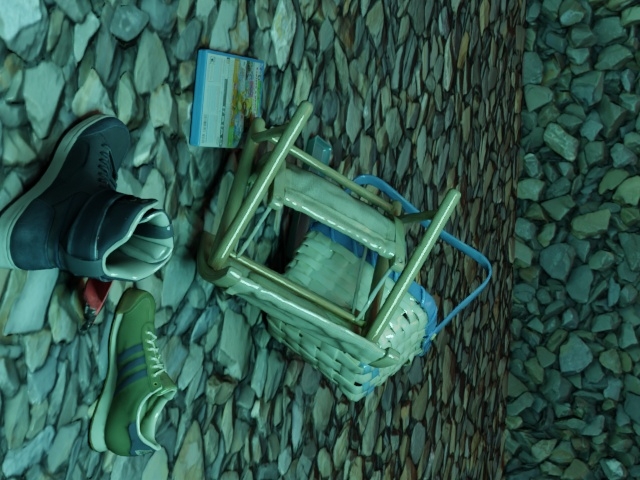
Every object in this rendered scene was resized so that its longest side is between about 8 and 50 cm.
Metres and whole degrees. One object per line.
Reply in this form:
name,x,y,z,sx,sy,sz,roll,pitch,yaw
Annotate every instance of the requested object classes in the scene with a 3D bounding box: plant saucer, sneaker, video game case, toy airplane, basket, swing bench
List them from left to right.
toy airplane,-0.230,0.026,1.363,0.151,0.028,0.151,-161,-90,-78
sneaker,-0.204,-0.043,1.289,0.226,0.163,0.086,-63,149,-42
sneaker,-0.198,0.154,1.465,0.064,0.086,0.192,36,64,-65
video game case,-0.118,-0.178,1.644,0.166,0.015,0.119,-6,102,-67
plant saucer,-0.019,-0.058,1.922,0.067,0.018,0.192,31,68,-66
swing bench,0.000,0.000,1.632,0.253,0.165,0.255,30,73,-22
basket,0.070,0.062,1.852,0.289,0.255,0.201,-46,162,-19
